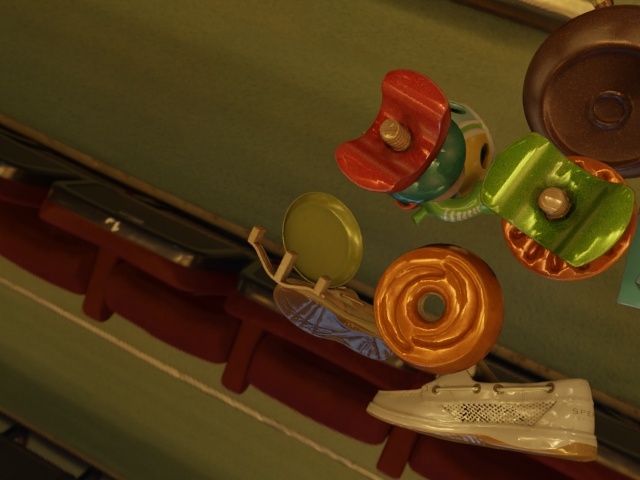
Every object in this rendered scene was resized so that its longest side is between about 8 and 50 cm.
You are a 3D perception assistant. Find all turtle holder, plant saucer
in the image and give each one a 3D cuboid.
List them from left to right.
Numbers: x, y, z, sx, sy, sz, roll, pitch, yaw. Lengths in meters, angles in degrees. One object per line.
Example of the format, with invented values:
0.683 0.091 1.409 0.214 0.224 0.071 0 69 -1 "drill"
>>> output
0.000 0.000 1.490 0.037 0.241 0.241 -20 98 52 "plant saucer"
0.257 -0.181 1.312 0.227 0.320 0.243 -30 109 2 "turtle holder"
0.313 -0.146 0.651 0.198 0.036 0.199 21 134 23 "plant saucer"

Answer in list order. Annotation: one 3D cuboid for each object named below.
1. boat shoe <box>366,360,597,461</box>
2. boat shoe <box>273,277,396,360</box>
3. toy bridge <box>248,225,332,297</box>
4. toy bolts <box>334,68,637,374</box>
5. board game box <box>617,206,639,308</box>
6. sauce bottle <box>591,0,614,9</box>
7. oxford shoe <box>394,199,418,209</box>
0.176 0.184 0.697 0.277 0.098 0.096 -6 67 42 "boat shoe"
0.043 0.175 1.475 0.341 0.110 0.122 30 134 -14 "boat shoe"
-0.062 0.049 1.098 0.188 0.026 0.063 36 110 24 "toy bridge"
0.121 -0.014 0.526 0.228 0.158 0.218 45 102 26 "toy bolts"
0.415 -0.047 0.558 0.079 0.336 0.254 17 97 50 "board game box"
0.609 -0.520 1.311 0.042 0.042 0.128 -23 102 23 "sauce bottle"
0.318 -0.201 1.710 0.271 0.098 0.097 -49 65 23 "oxford shoe"
